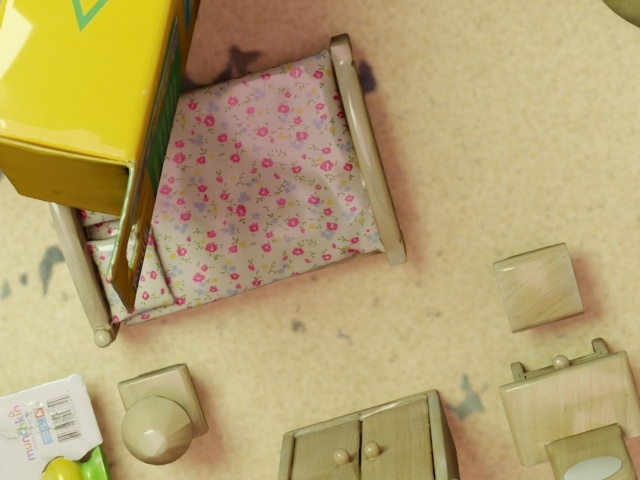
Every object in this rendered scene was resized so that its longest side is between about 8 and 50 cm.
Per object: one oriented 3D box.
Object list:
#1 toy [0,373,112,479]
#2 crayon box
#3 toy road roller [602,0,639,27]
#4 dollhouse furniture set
[{"bbox_3d":[-0.242,0.176,1.151,0.237,0.056,0.137,-16,99,0],"label":"toy"},{"bbox_3d":[-0.104,-0.135,0.942,0.083,0.203,0.323,12,83,-2],"label":"crayon box"},{"bbox_3d":[0.128,-0.267,0.963,0.329,0.202,0.241,22,92,-3],"label":"toy road roller"},{"bbox_3d":[0.000,0.000,1.041,0.303,0.174,0.356,-16,103,5],"label":"dollhouse furniture set"}]
